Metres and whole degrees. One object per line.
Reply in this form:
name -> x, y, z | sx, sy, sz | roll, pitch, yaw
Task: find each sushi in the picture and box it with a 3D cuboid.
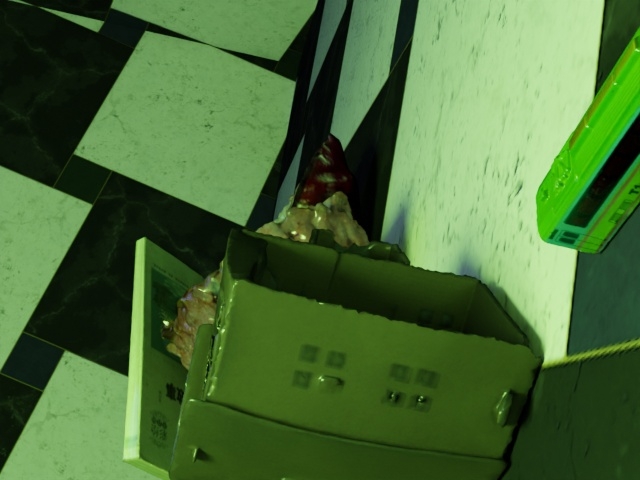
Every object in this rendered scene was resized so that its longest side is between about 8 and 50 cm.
sushi -> -0.023, 0.080, 1.065 | 0.236, 0.171, 0.270 | -30, -15, -37

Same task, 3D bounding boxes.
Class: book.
book -> -0.147, 0.155, 1.143 | 0.215, 0.025, 0.283 | 40, -146, -46

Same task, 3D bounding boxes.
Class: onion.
onion -> 0.000, 0.000, 1.354 | 0.314, 0.146, 0.280 | -66, 1, -88

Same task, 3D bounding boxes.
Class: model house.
model house -> 0.005, 0.132, 0.706 | 0.204, 0.211, 0.243 | -97, 20, -75

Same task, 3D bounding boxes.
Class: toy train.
toy train -> 0.158, -0.072, 0.475 | 0.209, 0.042, 0.044 | 110, 169, -53
